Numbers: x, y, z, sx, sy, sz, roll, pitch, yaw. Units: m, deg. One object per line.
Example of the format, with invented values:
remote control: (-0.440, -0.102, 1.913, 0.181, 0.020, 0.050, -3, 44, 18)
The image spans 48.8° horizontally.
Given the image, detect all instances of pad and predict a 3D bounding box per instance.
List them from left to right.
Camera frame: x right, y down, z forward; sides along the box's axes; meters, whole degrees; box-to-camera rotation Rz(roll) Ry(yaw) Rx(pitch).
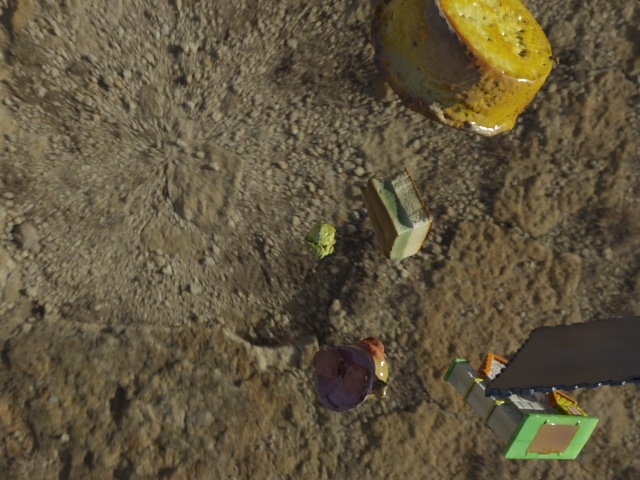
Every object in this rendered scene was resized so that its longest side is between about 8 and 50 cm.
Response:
pad: (0.328, 0.108, 0.735, 0.269, 0.269, 0.012, -13, 91, 31)

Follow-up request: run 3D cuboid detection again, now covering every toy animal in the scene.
toy animal: (0.085, 0.326, 1.725, 0.195, 0.281, 0.169, 29, 104, 18)

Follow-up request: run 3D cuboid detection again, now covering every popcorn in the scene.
popcorn: (-0.002, -0.002, 1.463, 0.059, 0.068, 0.083, 10, 61, 18)

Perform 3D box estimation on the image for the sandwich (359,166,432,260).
sandwich: (0.176, -0.066, 1.702, 0.108, 0.220, 0.186, -21, 70, -8)

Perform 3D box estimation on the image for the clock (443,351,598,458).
clock: (0.418, 0.343, 1.520, 0.219, 0.255, 0.106, 11, 112, -32)

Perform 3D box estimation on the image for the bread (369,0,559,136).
bread: (0.296, -0.406, 1.507, 0.398, 0.215, 0.398, 18, 52, -25)
